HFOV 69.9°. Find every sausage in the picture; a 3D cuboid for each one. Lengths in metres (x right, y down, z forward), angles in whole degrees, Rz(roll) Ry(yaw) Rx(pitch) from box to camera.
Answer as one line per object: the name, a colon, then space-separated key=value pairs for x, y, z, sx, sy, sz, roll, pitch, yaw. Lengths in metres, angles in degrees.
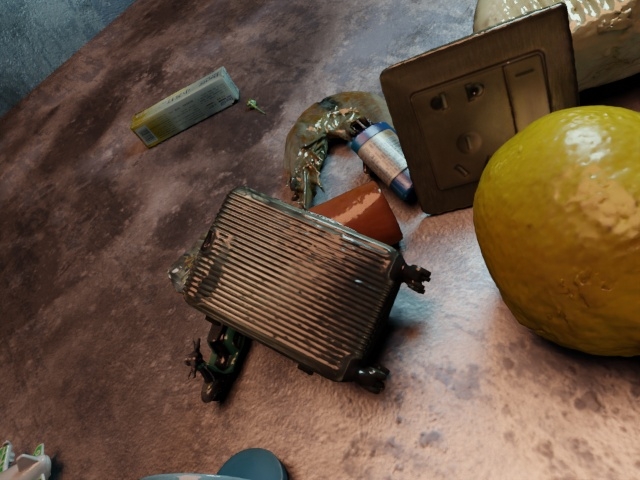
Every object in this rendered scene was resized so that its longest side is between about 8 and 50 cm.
sausage: x=0.000 y=0.000 z=0.767 sx=0.259 sy=0.113 sz=0.114 roll=-24 pitch=47 yaw=10

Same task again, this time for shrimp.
shrimp: x=0.036 y=-0.186 z=0.922 sx=0.246 sy=0.085 sz=0.360 roll=3 pitch=54 yaw=23

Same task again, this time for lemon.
lemon: x=0.305 y=-0.007 z=0.510 sx=0.245 sy=0.245 sz=0.320 roll=-23 pitch=50 yaw=12

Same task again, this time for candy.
candy: x=-0.165 y=-0.347 z=1.194 sx=0.083 sy=0.025 sz=0.023 roll=39 pitch=107 yaw=34

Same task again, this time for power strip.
power strip: x=0.246 y=-0.183 z=0.690 sx=0.251 sy=0.257 sz=0.092 roll=-10 pitch=29 yaw=26

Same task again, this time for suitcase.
suitcase: x=-0.023 y=0.060 z=0.642 sx=0.312 sy=0.128 sz=0.202 roll=24 pitch=86 yaw=16

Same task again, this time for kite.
kite: x=-0.219 y=0.006 z=0.950 sx=0.141 sy=0.015 sz=0.245 roll=27 pitch=75 yaw=39

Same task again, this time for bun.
bun: x=0.439 y=-0.388 z=0.758 sx=0.359 sy=0.211 sz=0.360 roll=-21 pitch=52 yaw=29

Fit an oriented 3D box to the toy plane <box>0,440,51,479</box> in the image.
toy plane: x=-0.524 y=0.417 z=0.762 sx=0.174 sy=0.080 sz=0.174 roll=-16 pitch=51 yaw=21

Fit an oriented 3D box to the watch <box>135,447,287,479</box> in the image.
watch: x=-0.137 y=0.337 z=0.526 sx=0.211 sy=0.193 sz=0.211 roll=-15 pitch=48 yaw=17

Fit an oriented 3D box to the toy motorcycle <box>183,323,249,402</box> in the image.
toy motorcycle: x=-0.166 y=0.169 z=0.737 sx=0.058 sy=0.100 sz=0.173 roll=-5 pitch=53 yaw=26

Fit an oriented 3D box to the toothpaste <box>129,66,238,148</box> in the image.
toothpaste: x=-0.382 y=-0.369 z=1.284 sx=0.312 sy=0.089 sz=0.071 roll=-23 pitch=42 yaw=12

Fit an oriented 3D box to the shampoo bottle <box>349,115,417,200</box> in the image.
shampoo bottle: x=0.121 y=-0.154 z=0.820 sx=0.087 sy=0.050 sz=0.183 roll=-33 pitch=65 yaw=-16
